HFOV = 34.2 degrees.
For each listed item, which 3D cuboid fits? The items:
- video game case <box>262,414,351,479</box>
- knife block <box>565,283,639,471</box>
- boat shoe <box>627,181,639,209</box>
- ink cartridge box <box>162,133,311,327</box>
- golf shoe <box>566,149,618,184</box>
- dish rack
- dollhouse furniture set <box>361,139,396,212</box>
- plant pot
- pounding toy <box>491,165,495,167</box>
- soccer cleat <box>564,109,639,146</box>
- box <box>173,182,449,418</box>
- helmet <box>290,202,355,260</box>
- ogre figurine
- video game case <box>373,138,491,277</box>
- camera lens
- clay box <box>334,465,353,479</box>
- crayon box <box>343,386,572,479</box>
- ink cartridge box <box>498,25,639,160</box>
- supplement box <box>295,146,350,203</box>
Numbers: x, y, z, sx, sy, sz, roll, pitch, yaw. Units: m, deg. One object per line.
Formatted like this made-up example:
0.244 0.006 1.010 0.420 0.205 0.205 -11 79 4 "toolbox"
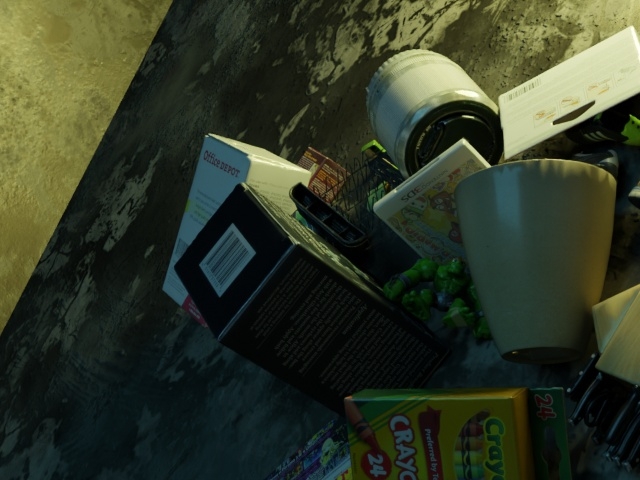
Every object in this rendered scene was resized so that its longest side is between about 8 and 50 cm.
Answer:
-0.010 0.440 1.851 0.232 0.042 0.210 -44 25 17 "video game case"
0.472 0.178 1.448 0.276 0.088 0.242 -31 39 32 "knife block"
0.554 -0.073 1.596 0.066 0.066 0.183 -57 32 -7 "boat shoe"
-0.191 -0.018 2.321 0.279 0.160 0.384 31 107 59 "ink cartridge box"
0.430 -0.101 1.795 0.198 0.077 0.094 -15 32 43 "golf shoe"
0.100 -0.092 2.076 0.271 0.074 0.208 -35 53 -20 "dish rack"
0.120 -0.142 2.236 0.076 0.059 0.151 -28 40 36 "dollhouse furniture set"
0.343 0.048 1.628 0.256 0.256 0.274 -19 63 43 "plant pot"
0.245 -0.076 1.893 0.206 0.181 0.094 -39 34 22 "pounding toy"
0.486 -0.200 1.798 0.179 0.072 0.060 13 70 56 "soccer cleat"
-0.019 0.122 1.850 0.212 0.395 0.293 -51 32 5 "box"
0.000 0.000 2.165 0.169 0.169 0.161 7 81 55 "helmet"
0.217 0.092 1.810 0.197 0.096 0.118 7 42 20 "ogre figurine"
0.243 -0.042 1.824 0.206 0.227 0.026 -37 24 26 "video game case"
0.222 -0.233 2.037 0.219 0.219 0.274 -46 33 14 "camera lens"
0.048 0.452 1.708 0.222 0.127 0.053 -44 34 17 "clay box"
0.198 0.317 1.512 0.319 0.081 0.202 -7 91 28 "crayon box"
0.450 -0.243 1.825 0.275 0.060 0.239 -27 29 24 "ink cartridge box"
-0.032 -0.107 2.382 0.188 0.081 0.104 -55 32 0 "supplement box"
